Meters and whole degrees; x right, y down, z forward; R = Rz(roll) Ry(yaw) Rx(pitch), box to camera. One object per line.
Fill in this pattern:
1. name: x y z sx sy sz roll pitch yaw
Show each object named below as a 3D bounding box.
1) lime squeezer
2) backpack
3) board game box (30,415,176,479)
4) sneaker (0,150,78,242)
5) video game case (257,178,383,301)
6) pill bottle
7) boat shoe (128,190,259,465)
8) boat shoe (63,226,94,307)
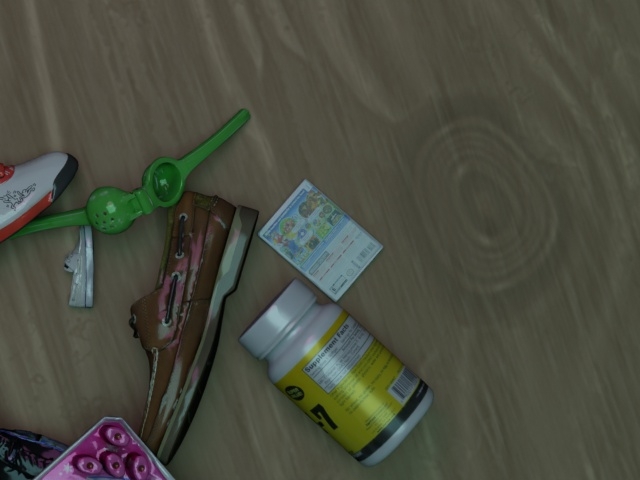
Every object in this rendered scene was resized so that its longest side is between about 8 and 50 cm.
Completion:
1. lime squeezer: -0.204 -0.056 1.817 0.310 0.110 0.059 -28 101 -5
2. backpack: -0.323 0.266 1.803 0.114 0.084 0.105 14 87 1
3. board game box: -0.239 0.455 1.714 0.390 0.050 0.390 -42 99 -13
4. sneaker: -0.412 -0.052 1.791 0.270 0.090 0.145 -36 109 -2
5. video game case: 0.000 0.000 1.878 0.122 0.011 0.087 41 86 -2
6. pill bottle: 0.016 0.146 1.820 0.208 0.119 0.119 42 85 -2
7. boat shoe: -0.163 0.095 1.820 0.104 0.111 0.307 17 77 0
8. boat shoe: -0.276 0.027 1.842 0.035 0.035 0.100 1 94 -8
